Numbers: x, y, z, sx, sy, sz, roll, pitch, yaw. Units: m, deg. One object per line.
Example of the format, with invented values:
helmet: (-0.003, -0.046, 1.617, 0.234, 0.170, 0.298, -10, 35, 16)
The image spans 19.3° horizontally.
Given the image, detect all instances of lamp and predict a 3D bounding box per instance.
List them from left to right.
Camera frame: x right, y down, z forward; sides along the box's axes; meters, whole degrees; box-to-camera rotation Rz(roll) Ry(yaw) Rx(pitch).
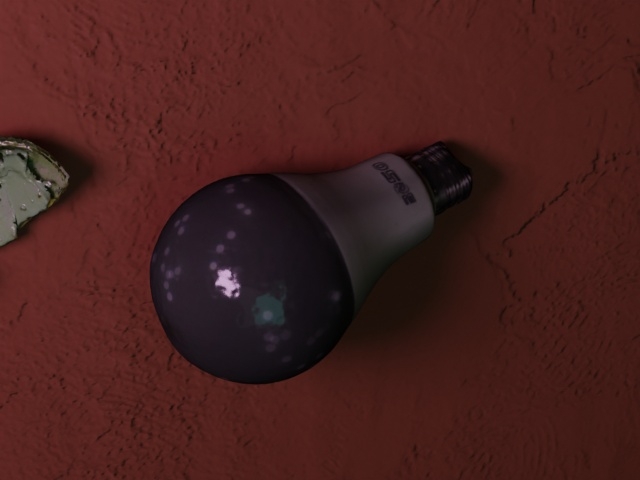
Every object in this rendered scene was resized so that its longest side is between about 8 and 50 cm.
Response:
lamp: (-0.015, -0.011, 1.652, 0.314, 0.182, 0.182, -47, 131, -25)

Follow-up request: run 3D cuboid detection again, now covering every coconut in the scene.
coconut: (-0.289, -0.033, 1.569, 0.158, 0.055, 0.133, -33, 126, -1)
